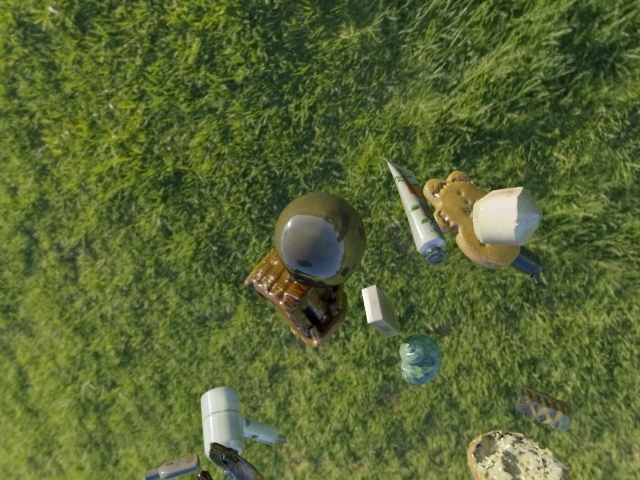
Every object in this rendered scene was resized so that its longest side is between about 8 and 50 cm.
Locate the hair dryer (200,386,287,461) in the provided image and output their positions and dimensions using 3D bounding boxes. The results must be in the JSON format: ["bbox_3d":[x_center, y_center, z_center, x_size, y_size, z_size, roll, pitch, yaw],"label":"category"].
[{"bbox_3d":[-0.196,0.559,1.412,0.108,0.173,0.357,-34,136,18],"label":"hair dryer"}]

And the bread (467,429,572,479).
[{"bbox_3d":[0.556,0.664,1.383,0.274,0.274,0.149,7,105,19],"label":"bread"}]

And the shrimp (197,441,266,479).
[{"bbox_3d":[-0.237,0.608,1.239,0.173,0.058,0.253,-26,119,16],"label":"shrimp"}]

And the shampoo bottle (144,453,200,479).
[{"bbox_3d":[-0.462,0.716,1.523,0.165,0.080,0.040,-10,94,-15],"label":"shampoo bottle"}]

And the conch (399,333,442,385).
[{"bbox_3d":[0.361,0.434,1.784,0.176,0.122,0.188,-36,98,1],"label":"conch"}]

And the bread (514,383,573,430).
[{"bbox_3d":[0.849,0.625,1.837,0.232,0.128,0.088,28,133,-1],"label":"bread"}]

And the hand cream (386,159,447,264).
[{"bbox_3d":[0.178,-0.058,0.892,0.080,0.233,0.050,19,133,-35],"label":"hand cream"}]

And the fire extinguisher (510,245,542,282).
[{"bbox_3d":[0.770,0.068,1.905,0.311,0.095,0.114,25,89,-24],"label":"fire extinguisher"}]

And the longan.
[{"bbox_3d":[0.000,0.000,1.018,0.197,0.196,0.220,3,141,22],"label":"longan"}]

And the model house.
[{"bbox_3d":[-0.053,0.112,1.186,0.229,0.199,0.220,52,154,-21],"label":"model house"}]

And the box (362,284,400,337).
[{"bbox_3d":[0.225,0.265,1.791,0.058,0.140,0.201,-21,148,19],"label":"box"}]

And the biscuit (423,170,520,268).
[{"bbox_3d":[0.482,-0.070,1.527,0.354,0.275,0.052,61,153,23],"label":"biscuit"}]

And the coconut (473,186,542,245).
[{"bbox_3d":[0.473,-0.057,1.221,0.153,0.147,0.147,-1,121,39],"label":"coconut"}]
